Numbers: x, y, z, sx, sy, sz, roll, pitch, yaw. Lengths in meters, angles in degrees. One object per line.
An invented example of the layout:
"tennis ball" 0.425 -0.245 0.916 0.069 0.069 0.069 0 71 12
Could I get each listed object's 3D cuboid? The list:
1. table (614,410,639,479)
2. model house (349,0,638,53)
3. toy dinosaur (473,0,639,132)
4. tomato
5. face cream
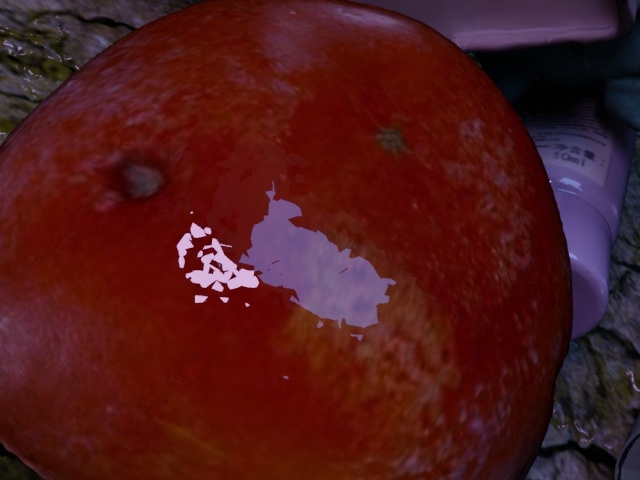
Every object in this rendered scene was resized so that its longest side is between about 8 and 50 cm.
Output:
"table" 0.286 0.108 0.696 0.126 0.126 0.220 45 41 3
"model house" 0.071 -0.252 0.590 0.202 0.237 0.237 50 52 -43
"toy dinosaur" 0.219 -0.165 0.765 0.383 0.129 0.331 10 28 30
"tomato" -0.001 -0.010 0.505 0.338 0.144 0.338 13 50 -16
"face cream" 0.158 -0.054 0.751 0.274 0.154 0.096 -73 150 -45
